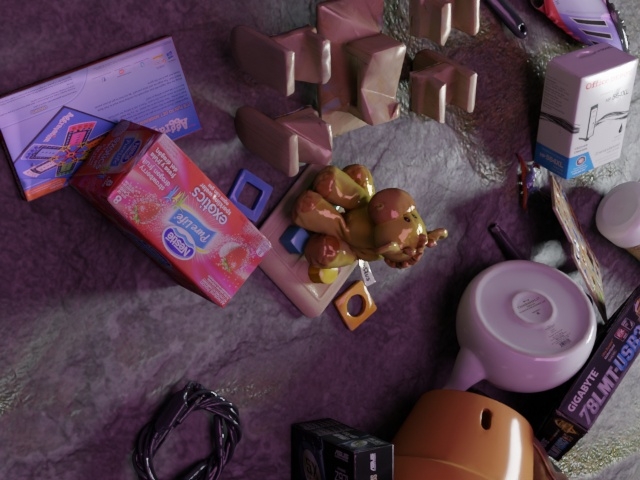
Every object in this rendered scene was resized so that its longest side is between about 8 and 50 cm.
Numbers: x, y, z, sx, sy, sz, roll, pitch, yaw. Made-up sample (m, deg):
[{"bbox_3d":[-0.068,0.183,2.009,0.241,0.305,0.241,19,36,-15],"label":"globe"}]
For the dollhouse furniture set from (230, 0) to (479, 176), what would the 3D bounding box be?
[{"bbox_3d":[0.023,-0.355,1.692,0.362,0.256,0.394,-22,129,-29],"label":"dollhouse furniture set"}]

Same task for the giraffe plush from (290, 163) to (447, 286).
[{"bbox_3d":[0.085,-0.018,1.709,0.181,0.170,0.210,-47,116,-27],"label":"giraffe plush"}]

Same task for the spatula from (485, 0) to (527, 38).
[{"bbox_3d":[0.265,-0.451,1.909,0.296,0.030,0.084,45,69,-29],"label":"spatula"}]

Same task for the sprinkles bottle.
[{"bbox_3d":[0.684,0.017,2.194,0.355,0.121,0.121,32,78,-33],"label":"sprinkles bottle"}]

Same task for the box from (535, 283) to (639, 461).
[{"bbox_3d":[0.498,0.237,2.018,0.073,0.293,0.295,33,74,14],"label":"box"}]

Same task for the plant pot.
[{"bbox_3d":[0.227,0.378,1.861,0.291,0.291,0.203,39,58,-31],"label":"plant pot"}]

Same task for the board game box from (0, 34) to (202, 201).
[{"bbox_3d":[-0.307,-0.173,1.566,0.281,0.027,0.145,-26,109,-29],"label":"board game box"}]

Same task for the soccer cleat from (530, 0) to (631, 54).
[{"bbox_3d":[0.440,-0.419,2.001,0.116,0.108,0.318,-40,122,3],"label":"soccer cleat"}]

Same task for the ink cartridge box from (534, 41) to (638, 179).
[{"bbox_3d":[0.469,-0.230,2.001,0.148,0.086,0.203,-22,131,-29],"label":"ink cartridge box"}]

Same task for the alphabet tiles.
[{"bbox_3d":[0.463,0.004,2.033,0.237,0.009,0.198,58,23,-24],"label":"alphabet tiles"}]

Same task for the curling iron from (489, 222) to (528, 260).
[{"bbox_3d":[0.376,0.079,2.048,0.068,0.035,0.274,-42,117,-22],"label":"curling iron"}]

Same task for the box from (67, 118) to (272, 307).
[{"bbox_3d":[-0.206,-0.036,1.571,0.122,0.128,0.257,-52,127,-13],"label":"box"}]

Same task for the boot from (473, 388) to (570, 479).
[{"bbox_3d":[0.344,0.394,2.033,0.115,0.112,0.305,-40,115,-3],"label":"boot"}]

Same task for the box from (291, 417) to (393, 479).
[{"bbox_3d":[0.032,0.373,1.768,0.078,0.180,0.147,-4,99,-33],"label":"box"}]

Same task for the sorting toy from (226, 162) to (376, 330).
[{"bbox_3d":[0.000,0.000,1.780,0.196,0.047,0.347,-51,120,-18],"label":"sorting toy"}]

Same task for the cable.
[{"bbox_3d":[-0.200,0.312,1.695,0.150,0.047,0.184,43,70,-35],"label":"cable"}]

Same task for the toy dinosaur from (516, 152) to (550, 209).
[{"bbox_3d":[0.371,-0.100,2.033,0.090,0.047,0.082,29,88,1],"label":"toy dinosaur"}]

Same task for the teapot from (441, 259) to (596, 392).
[{"bbox_3d":[0.346,0.168,1.952,0.256,0.187,0.252,11,49,2],"label":"teapot"}]
